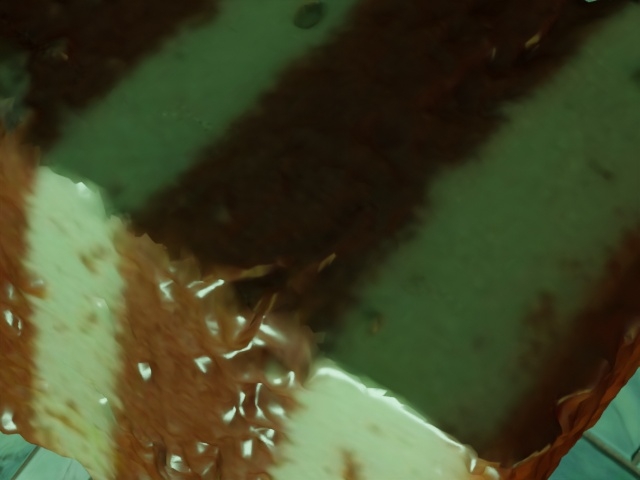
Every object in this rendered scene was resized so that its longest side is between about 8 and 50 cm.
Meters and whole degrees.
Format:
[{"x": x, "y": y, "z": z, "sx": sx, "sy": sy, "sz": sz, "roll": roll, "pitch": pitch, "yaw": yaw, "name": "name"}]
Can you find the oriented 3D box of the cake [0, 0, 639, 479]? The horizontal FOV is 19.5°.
[{"x": 0.000, "y": 0.000, "z": 0.894, "sx": 0.269, "sy": 0.319, "sz": 0.270, "roll": -47, "pitch": 164, "yaw": -32, "name": "cake"}]
